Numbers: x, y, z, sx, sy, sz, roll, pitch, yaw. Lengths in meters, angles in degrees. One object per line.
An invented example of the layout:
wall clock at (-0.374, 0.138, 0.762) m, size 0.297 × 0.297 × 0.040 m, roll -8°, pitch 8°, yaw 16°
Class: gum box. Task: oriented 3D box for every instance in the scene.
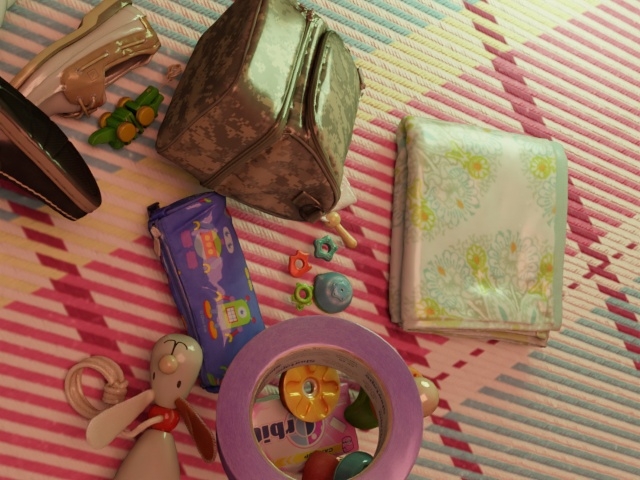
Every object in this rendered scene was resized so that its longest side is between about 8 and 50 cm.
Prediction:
gum box at (-0.034, 0.288, 1.454) m, size 0.188 × 0.062 × 0.107 m, roll -8°, pitch 87°, yaw -27°

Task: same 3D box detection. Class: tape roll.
tape roll at (-0.004, 0.244, 1.270) m, size 0.274 × 0.090 × 0.275 m, roll 3°, pitch 66°, yaw -6°

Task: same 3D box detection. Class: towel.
towel at (0.276, -0.012, 1.625) m, size 0.320 × 0.090 × 0.375 m, roll 7°, pitch 80°, yaw -25°

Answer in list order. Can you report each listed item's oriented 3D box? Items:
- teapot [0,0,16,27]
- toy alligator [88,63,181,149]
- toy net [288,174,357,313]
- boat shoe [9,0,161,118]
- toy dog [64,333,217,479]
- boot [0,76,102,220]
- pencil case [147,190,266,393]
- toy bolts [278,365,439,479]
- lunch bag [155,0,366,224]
teapot at (-0.539, -0.346, 1.242) m, size 0.252 × 0.187 × 0.256 m, roll -40°, pitch 122°, yaw 6°
toy alligator at (-0.269, -0.191, 1.417) m, size 0.190 × 0.056 × 0.051 m, roll -46°, pitch 145°, yaw -24°
toy net at (0.000, 0.000, 1.521) m, size 0.122 × 0.045 × 0.232 m, roll 4°, pitch 80°, yaw -23°
boat shoe at (-0.350, -0.230, 1.347) m, size 0.103 × 0.113 × 0.302 m, roll 44°, pitch 68°, yaw -9°
toy dog at (-0.240, 0.302, 1.265) m, size 0.220 × 0.161 × 0.334 m, roll -10°, pitch 87°, yaw 2°
boot at (-0.500, -0.091, 1.197) m, size 0.284 × 0.138 × 0.377 m, roll -45°, pitch 116°, yaw 8°
pencil case at (-0.162, 0.076, 1.390) m, size 0.133 × 0.119 × 0.306 m, roll -18°, pitch 91°, yaw -38°
toy bolts at (0.054, 0.276, 1.368) m, size 0.218 × 0.158 × 0.229 m, roll 22°, pitch 71°, yaw -30°
lunch bag at (-0.063, -0.197, 1.393) m, size 0.256 × 0.212 × 0.305 m, roll 37°, pitch 42°, yaw -26°
